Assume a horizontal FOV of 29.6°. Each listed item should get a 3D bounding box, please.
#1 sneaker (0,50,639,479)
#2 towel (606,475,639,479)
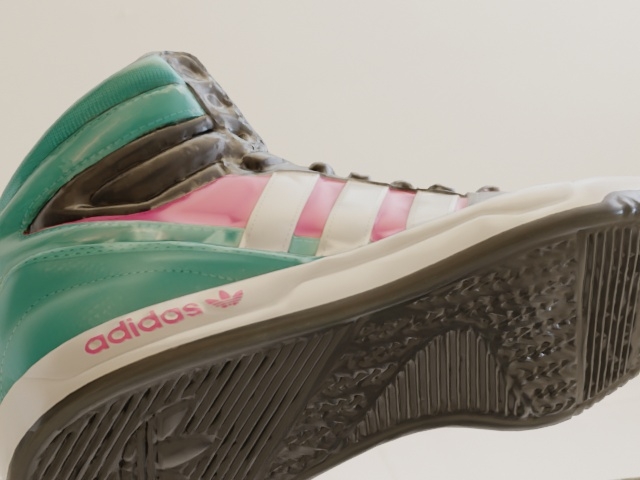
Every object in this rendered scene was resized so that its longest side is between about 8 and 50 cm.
[{"bbox_3d":[0.000,0.000,0.473,0.296,0.123,0.178,-12,-140,-27],"label":"sneaker"},{"bbox_3d":[0.059,0.252,0.799,0.321,0.374,0.090,-10,-112,0],"label":"towel"}]
